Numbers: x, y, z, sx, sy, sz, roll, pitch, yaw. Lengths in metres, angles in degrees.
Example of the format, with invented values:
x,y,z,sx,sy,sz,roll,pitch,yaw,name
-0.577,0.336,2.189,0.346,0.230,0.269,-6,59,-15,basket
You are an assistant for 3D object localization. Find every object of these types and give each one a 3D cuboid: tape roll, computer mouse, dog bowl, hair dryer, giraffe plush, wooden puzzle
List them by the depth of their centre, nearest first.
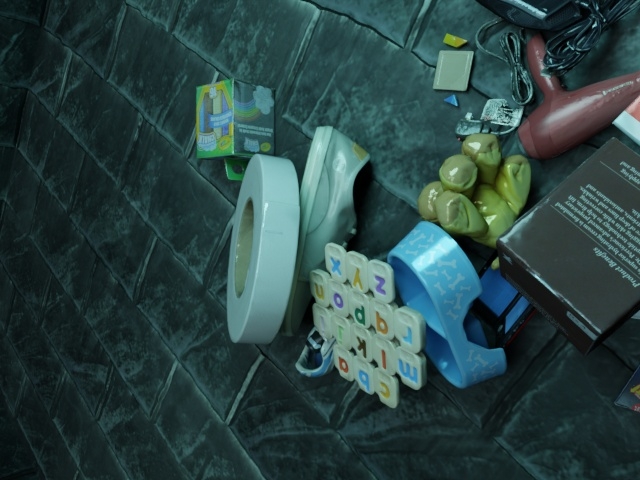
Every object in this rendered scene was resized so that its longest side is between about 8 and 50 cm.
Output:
x,y,z,sx,sy,sz,roll,pitch,yaw,name
0.343,-0.236,0.859,0.294,0.080,0.223,22,106,38,hair dryer
0.326,-0.372,0.861,0.188,0.072,0.272,-46,65,4,computer mouse
0.196,0.113,0.900,0.297,0.074,0.166,64,168,-25,dog bowl
0.235,-0.058,0.920,0.181,0.210,0.170,-49,23,-15,giraffe plush
0.234,-0.300,0.993,0.079,0.014,0.116,27,110,41,wooden puzzle
-0.125,0.017,1.151,0.392,0.072,0.391,-172,90,-73,tape roll

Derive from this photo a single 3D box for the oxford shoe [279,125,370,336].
x,y,z,sx,sy,sz,roll,pitch,yaw,name
0.000,0.000,1.135,0.130,0.169,0.448,13,107,-5,oxford shoe

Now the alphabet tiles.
x,y,z,sx,sy,sz,roll,pitch,yaw,name
0.076,0.147,0.997,0.284,0.021,0.277,20,122,49,alphabet tiles

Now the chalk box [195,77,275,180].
x,y,z,sx,sy,sz,roll,pitch,yaw,name
-0.193,-0.243,1.285,0.132,0.132,0.212,4,94,40,chalk box

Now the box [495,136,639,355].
x,y,z,sx,sy,sz,roll,pitch,yaw,name
0.368,0.014,0.744,0.203,0.167,0.168,-41,63,2,box

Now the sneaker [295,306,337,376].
x,y,z,sx,sy,sz,roll,pitch,yaw,name
0.023,0.186,1.154,0.085,0.086,0.237,40,116,34,sneaker

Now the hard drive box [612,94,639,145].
x,y,z,sx,sy,sz,roll,pitch,yaw,name
0.528,-0.137,0.699,0.232,0.089,0.181,52,122,26,hard drive box

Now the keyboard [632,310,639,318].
x,y,z,sx,sy,sz,roll,pitch,yaw,name
0.468,0.079,0.812,0.256,0.014,0.072,5,96,41,keyboard

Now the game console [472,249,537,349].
x,y,z,sx,sy,sz,roll,pitch,yaw,name
0.299,0.084,0.915,0.085,0.124,0.144,32,116,6,game console

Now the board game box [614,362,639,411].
x,y,z,sx,sy,sz,roll,pitch,yaw,name
0.507,0.189,0.751,0.194,0.060,0.194,47,124,23,board game box
